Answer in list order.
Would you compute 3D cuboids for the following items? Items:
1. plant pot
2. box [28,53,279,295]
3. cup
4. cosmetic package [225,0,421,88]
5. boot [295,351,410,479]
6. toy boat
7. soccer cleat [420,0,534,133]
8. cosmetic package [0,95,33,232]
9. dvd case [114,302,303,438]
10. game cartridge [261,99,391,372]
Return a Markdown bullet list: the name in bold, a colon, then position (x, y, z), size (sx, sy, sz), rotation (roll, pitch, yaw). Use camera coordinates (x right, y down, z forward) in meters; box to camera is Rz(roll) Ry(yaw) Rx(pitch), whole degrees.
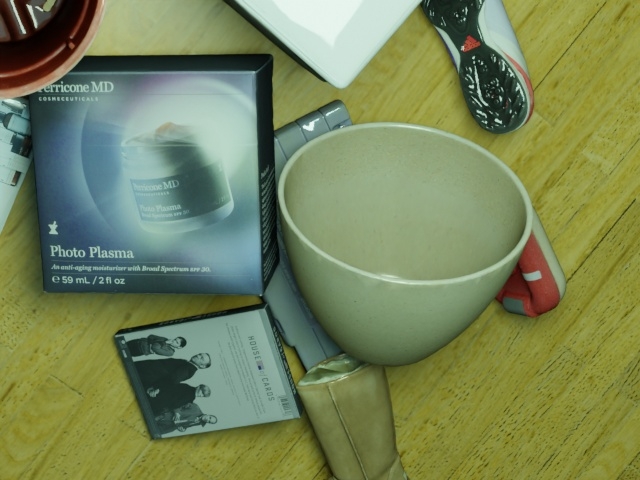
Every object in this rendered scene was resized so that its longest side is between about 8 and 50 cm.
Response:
- **plant pot**: position (-0.401, -0.324, 1.438), size (0.272, 0.265, 0.272), rotation (-3, 105, -12)
- **box**: position (-0.213, -0.090, 1.553), size (0.296, 0.183, 0.294), rotation (0, 104, 5)
- **cup**: position (0.100, 0.029, 1.593), size (0.331, 0.331, 0.237), rotation (-4, 132, -12)
- **cosmetic package**: position (0.013, -0.445, 1.452), size (0.327, 0.329, 0.394), rotation (40, 94, -14)
- **boot**: position (0.010, 0.314, 1.777), size (0.236, 0.089, 0.269), rotation (-23, 119, -10)
- **toy boat**: position (0.246, 0.028, 1.730), size (0.151, 0.151, 0.231), rotation (-36, 110, -22)
- **soccer cleat**: position (0.223, -0.307, 1.683), size (0.108, 0.116, 0.318), rotation (-20, 93, 23)
- **cosmetic package**: position (-0.454, -0.091, 1.598), size (0.099, 0.060, 0.239), rotation (22, 99, -16)
- **dvd case**: position (-0.162, 0.193, 1.707), size (0.238, 0.029, 0.179), rotation (-11, 109, 17)
- **game cartridge**: position (0.000, 0.000, 1.728), size (0.230, 0.068, 0.355), rotation (-25, 109, -1)
